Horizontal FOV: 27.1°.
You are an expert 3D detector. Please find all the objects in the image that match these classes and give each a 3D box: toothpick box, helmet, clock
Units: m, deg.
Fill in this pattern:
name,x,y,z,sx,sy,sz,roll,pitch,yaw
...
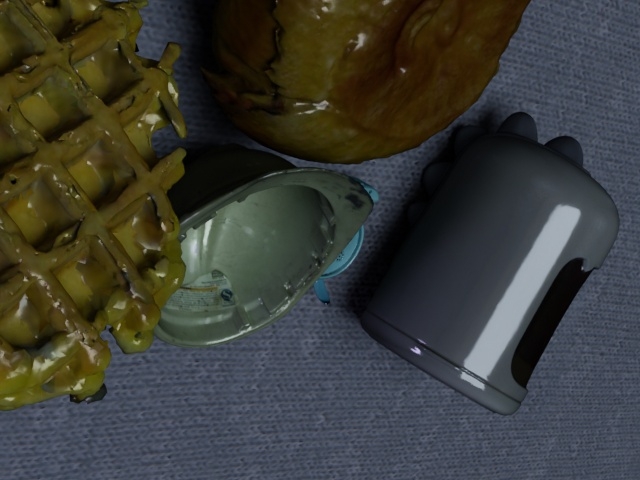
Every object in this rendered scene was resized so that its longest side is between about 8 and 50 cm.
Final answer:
name,x,y,z,sx,sy,sz,roll,pitch,yaw
toothpick box,0.198,0.012,1.521,0.229,0.229,0.316,31,90,-44
helmet,-0.086,-0.026,1.299,0.204,0.137,0.257,16,128,-44
clock,-0.001,0.000,1.454,0.108,0.045,0.147,2,111,-38

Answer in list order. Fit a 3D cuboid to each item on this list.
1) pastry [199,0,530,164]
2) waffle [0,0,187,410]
name,x,y,z,sx,sy,sz,roll,pitch,yaw
pastry,0.054,-0.222,1.255,0.356,0.164,0.356,-28,146,-21
waffle,-0.271,-0.067,0.992,0.382,0.095,0.379,8,70,-31
